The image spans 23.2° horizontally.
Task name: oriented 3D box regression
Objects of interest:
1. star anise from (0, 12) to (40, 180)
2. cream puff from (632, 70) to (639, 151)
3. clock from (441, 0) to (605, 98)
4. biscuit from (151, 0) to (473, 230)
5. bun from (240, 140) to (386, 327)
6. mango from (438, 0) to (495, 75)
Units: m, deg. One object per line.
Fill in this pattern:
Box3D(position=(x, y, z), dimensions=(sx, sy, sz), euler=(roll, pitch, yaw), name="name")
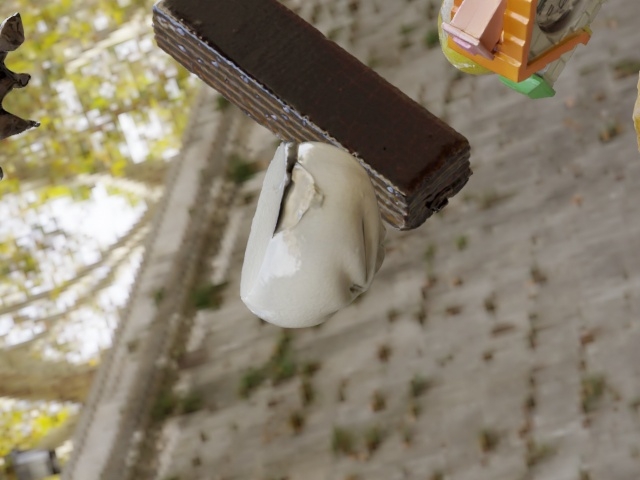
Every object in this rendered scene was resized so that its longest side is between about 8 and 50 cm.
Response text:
Box3D(position=(-0.329, -0.122, 1.219), dimensions=(0.220, 0.214, 0.099), euler=(63, 180, -22), name="star anise")
Box3D(position=(0.369, -0.093, 1.103), dimensions=(0.327, 0.231, 0.343), euler=(-7, -85, -57), name="cream puff")
Box3D(position=(0.230, -0.272, 1.501), dimensions=(0.255, 0.106, 0.220), euler=(-59, -30, 2), name="clock")
Box3D(position=(-0.012, -0.159, 1.664), dimensions=(0.388, 0.107, 0.073), euler=(39, 154, 20), name="biscuit")
Box3D(position=(0.000, 0.000, 1.421), dimensions=(0.173, 0.119, 0.173), euler=(-164, 90, -80), name="bun")
Box3D(position=(0.268, -0.351, 2.201), dimensions=(0.130, 0.262, 0.167), euler=(16, -155, -34), name="mango")
